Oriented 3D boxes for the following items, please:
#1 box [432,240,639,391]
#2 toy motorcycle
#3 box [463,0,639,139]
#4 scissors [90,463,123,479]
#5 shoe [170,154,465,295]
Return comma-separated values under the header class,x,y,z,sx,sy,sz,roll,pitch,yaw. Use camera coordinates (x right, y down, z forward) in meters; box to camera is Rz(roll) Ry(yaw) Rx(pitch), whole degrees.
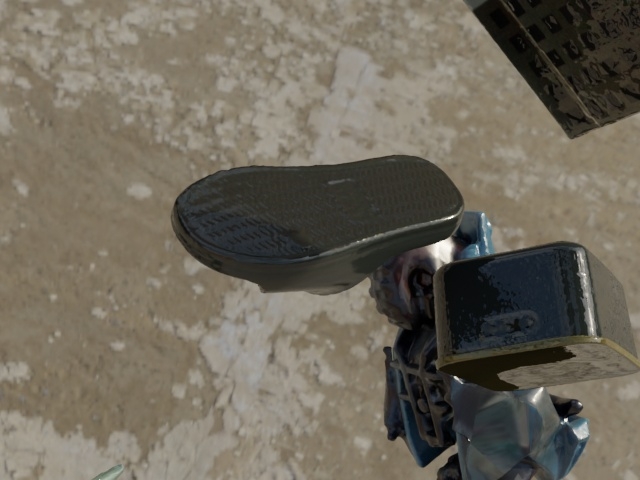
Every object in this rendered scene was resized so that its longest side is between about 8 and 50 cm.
class,x,y,z,sx,sy,sz,roll,pitch,yaw
box,0.190,0.070,0.924,0.145,0.201,0.090,-12,71,25
toy motorcycle,0.192,0.158,1.254,0.232,0.172,0.416,-22,101,-25
box,0.183,-0.167,0.570,0.047,0.325,0.180,-42,98,-18
scissors,-0.293,0.296,0.792,0.384,0.255,0.029,-22,17,-34
shoe,0.000,0.000,0.842,0.241,0.093,0.108,-11,50,-27
